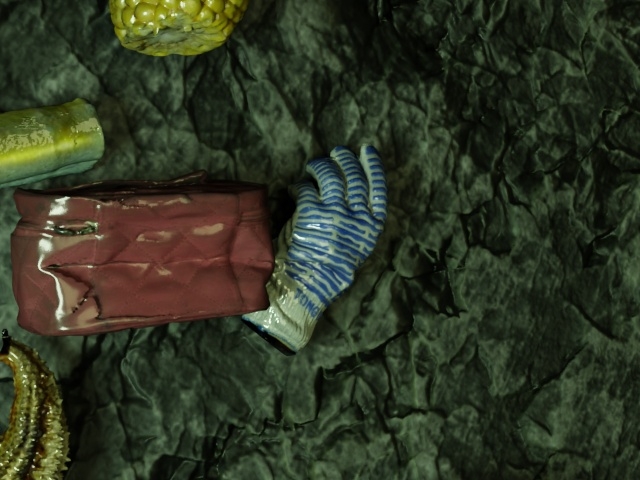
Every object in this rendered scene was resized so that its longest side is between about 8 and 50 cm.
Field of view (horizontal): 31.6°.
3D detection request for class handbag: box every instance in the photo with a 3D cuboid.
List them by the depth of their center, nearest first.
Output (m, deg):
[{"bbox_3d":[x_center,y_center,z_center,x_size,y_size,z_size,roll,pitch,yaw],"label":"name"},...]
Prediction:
[{"bbox_3d":[-0.153,0.008,0.975,0.225,0.146,0.135,-4,95,-28],"label":"handbag"}]

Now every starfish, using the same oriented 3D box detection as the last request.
[{"bbox_3d":[-0.308,0.244,0.907,0.312,0.113,0.303,-42,109,-32],"label":"starfish"}]

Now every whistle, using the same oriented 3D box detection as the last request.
[{"bbox_3d":[-0.339,-0.058,0.929,0.326,0.057,0.068,-16,95,-27],"label":"whistle"}]

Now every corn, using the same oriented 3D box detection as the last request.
[{"bbox_3d":[-0.080,-0.345,1.033,0.143,0.144,0.387,19,82,-25],"label":"corn"}]

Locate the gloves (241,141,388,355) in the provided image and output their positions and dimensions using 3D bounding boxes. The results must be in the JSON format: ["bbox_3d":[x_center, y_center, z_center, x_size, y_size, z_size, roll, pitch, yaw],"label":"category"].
[{"bbox_3d":[0.003,0.004,1.092,0.119,0.097,0.229,45,61,-51],"label":"gloves"}]
